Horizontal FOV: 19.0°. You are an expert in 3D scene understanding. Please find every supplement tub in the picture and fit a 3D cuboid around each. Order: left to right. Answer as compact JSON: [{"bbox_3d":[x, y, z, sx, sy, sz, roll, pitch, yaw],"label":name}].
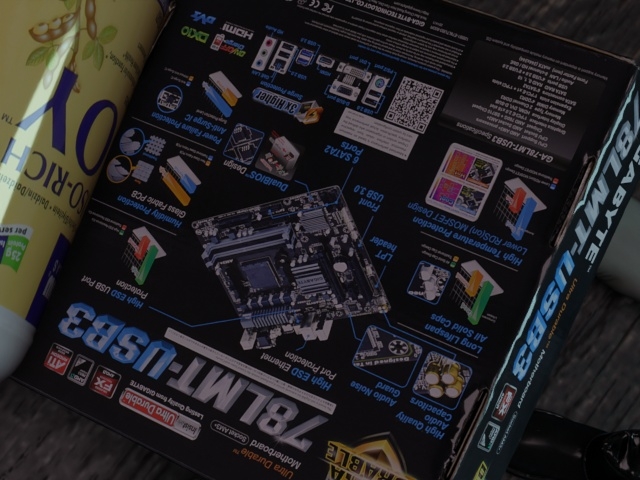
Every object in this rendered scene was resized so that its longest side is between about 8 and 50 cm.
[{"bbox_3d":[-0.238,-0.060,1.034,0.241,0.241,0.331,22,81,-6],"label":"supplement tub"}]

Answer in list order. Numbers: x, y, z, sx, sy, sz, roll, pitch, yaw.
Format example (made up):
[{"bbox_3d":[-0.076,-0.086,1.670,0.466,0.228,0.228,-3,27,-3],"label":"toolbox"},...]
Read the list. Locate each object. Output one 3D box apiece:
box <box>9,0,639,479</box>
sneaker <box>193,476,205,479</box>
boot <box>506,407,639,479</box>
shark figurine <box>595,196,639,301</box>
[{"bbox_3d":[0.000,0.000,1.064,0.295,0.073,0.293,22,86,30],"label":"box"},{"bbox_3d":[-0.085,0.246,0.968,0.121,0.108,0.302,31,42,8],"label":"sneaker"},{"bbox_3d":[0.165,0.129,1.150,0.121,0.099,0.045,18,79,-7],"label":"boot"},{"bbox_3d":[0.103,-0.005,1.152,0.278,0.116,0.166,-11,84,-12],"label":"shark figurine"}]
